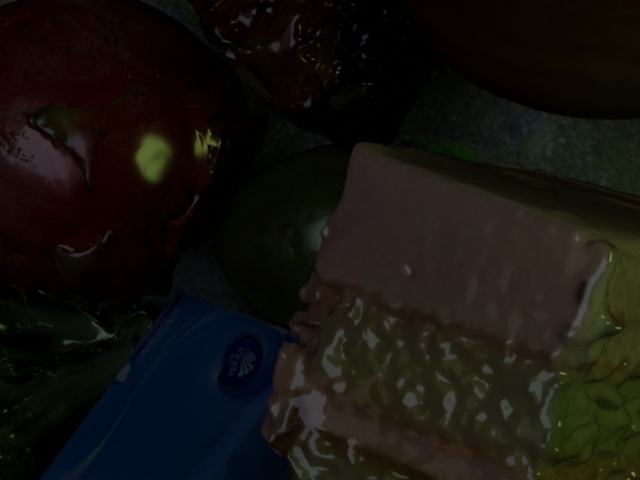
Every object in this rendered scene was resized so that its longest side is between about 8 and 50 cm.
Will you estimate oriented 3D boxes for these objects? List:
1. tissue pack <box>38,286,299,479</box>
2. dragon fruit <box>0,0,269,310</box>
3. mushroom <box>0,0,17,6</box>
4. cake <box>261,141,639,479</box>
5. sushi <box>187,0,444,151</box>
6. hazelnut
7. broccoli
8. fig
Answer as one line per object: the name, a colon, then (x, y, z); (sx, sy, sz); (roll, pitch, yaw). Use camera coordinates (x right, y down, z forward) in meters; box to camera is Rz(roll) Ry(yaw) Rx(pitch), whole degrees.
tissue pack: (-0.118, 0.199, 1.563); (0.198, 0.146, 0.263); (19, 65, 45)
dragon fruit: (-0.207, -0.085, 1.586); (0.301, 0.295, 0.296); (22, 102, 20)
mushroom: (-0.316, -0.273, 1.778); (0.122, 0.159, 0.329); (-31, 76, 4)
cake: (0.146, 0.099, 1.383); (0.293, 0.314, 0.307); (25, 105, 32)
sushi: (-0.013, -0.231, 1.523); (0.196, 0.182, 0.343); (-45, 43, 11)
hazelnut: (0.227, -0.251, 1.327); (0.366, 0.366, 0.366); (0, 89, 33)
broccoli: (-0.284, 0.135, 1.705); (0.283, 0.304, 0.321); (-18, 81, 1)
fig: (0.000, 0.000, 1.549); (0.191, 0.181, 0.181); (0, 90, 12)
